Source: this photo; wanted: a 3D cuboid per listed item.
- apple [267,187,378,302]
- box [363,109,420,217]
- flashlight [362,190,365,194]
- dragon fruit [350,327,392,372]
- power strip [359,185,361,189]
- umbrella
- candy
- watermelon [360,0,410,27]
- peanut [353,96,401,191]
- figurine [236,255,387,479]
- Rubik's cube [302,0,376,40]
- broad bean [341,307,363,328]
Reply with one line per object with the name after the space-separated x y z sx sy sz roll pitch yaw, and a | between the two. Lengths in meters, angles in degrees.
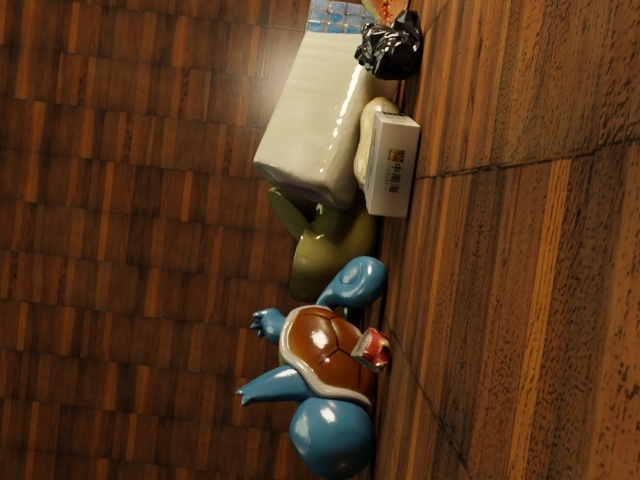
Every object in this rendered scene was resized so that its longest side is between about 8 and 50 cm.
0.018 -0.010 1.681 0.258 0.233 0.295 69 -174 -57 | apple
0.118 -0.138 1.259 0.243 0.067 0.155 -83 -1 -77 | box
0.129 -0.174 1.758 0.093 0.047 0.201 98 178 -83 | flashlight
0.088 0.177 1.179 0.060 0.056 0.083 -60 1 -15 | dragon fruit
0.105 -0.061 2.084 0.193 0.059 0.265 116 162 -75 | power strip
0.129 -0.353 1.330 0.110 0.122 0.272 52 -172 -14 | umbrella
0.014 -0.260 1.556 0.145 0.208 0.359 42 -113 -59 | candy
0.141 -0.596 1.633 0.303 0.128 0.159 97 179 -65 | watermelon
0.114 -0.188 1.448 0.087 0.087 0.207 99 179 -74 | peanut
0.014 0.234 1.352 0.298 0.243 0.416 38 -131 -38 | figurine
0.067 -0.440 1.857 0.238 0.237 0.237 98 180 -57 | Rubik's cube
0.062 0.269 1.800 0.098 0.056 0.318 36 -121 -62 | broad bean
